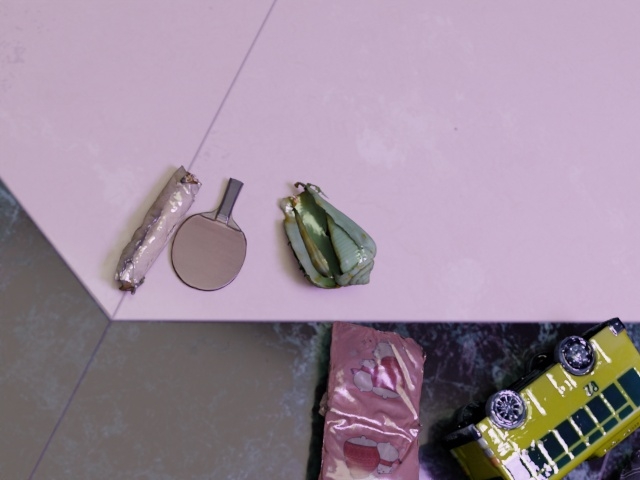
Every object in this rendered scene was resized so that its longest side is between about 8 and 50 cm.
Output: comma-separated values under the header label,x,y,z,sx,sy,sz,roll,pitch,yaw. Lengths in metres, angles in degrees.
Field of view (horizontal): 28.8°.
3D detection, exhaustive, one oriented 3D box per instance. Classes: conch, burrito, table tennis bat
label,x,y,z,sx,sy,sz,roll,pitch,yaw
conch,0.000,0.000,1.618,0.106,0.079,0.170,-30,67,-27
burrito,-0.209,-0.016,1.583,0.185,0.041,0.045,-59,135,-23
table tennis bat,-0.136,-0.009,1.613,0.095,0.014,0.158,22,71,-5

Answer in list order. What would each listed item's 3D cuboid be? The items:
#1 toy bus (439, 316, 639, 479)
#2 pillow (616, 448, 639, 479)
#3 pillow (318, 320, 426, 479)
label,x,y,z,sx,sy,sz,roll,pitch,yaw
toy bus,0.300,0.223,1.591,0.262,0.128,0.150,-32,84,-20
pillow,0.394,0.393,1.580,0.335,0.092,0.161,-38,81,-23
pillow,0.063,0.228,1.571,0.135,0.049,0.248,10,66,-12
